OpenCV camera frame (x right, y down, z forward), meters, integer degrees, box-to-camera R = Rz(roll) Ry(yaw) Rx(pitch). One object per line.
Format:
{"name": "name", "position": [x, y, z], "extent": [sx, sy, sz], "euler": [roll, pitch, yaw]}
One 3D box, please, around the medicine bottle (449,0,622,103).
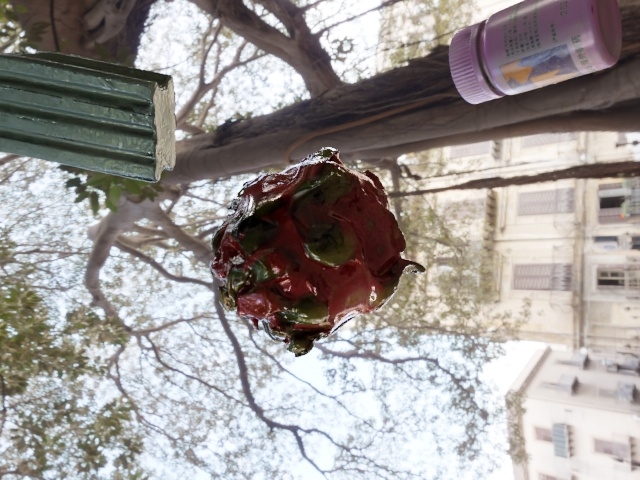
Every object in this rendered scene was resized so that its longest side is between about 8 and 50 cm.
{"name": "medicine bottle", "position": [0.434, -0.402, 0.968], "extent": [0.178, 0.291, 0.178], "euler": [5, -98, -43]}

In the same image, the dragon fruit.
{"name": "dragon fruit", "position": [-0.010, 0.003, 0.632], "extent": [0.231, 0.237, 0.302], "euler": [53, -143, -19]}

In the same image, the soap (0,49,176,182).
{"name": "soap", "position": [-0.265, -0.141, 0.520], "extent": [0.063, 0.199, 0.114], "euler": [-73, -6, -60]}
